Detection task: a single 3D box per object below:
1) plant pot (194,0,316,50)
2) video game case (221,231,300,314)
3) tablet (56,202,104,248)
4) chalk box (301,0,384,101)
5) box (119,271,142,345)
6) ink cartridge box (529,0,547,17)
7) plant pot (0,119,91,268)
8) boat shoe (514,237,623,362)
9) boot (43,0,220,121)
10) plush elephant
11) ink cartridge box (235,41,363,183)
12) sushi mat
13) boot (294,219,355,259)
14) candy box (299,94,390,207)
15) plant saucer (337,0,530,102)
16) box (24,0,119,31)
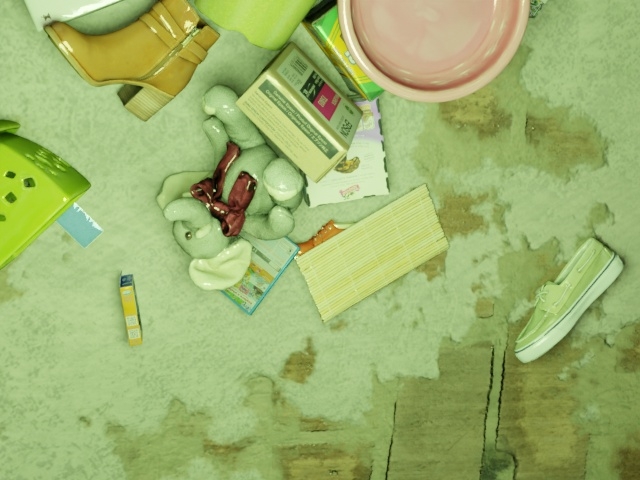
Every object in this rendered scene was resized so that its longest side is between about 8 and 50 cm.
[{"bbox_3d":[-0.089,-0.484,1.702,0.276,0.276,0.254,26,111,-15],"label":"plant pot"},{"bbox_3d":[-0.132,0.046,1.912,0.119,0.015,0.166,39,96,15],"label":"video game case"},{"bbox_3d":[-0.463,-0.030,1.869,0.054,0.006,0.083,-42,107,3],"label":"tablet"},{"bbox_3d":[0.135,-0.418,1.781,0.289,0.180,0.179,-37,107,2],"label":"chalk box"},{"bbox_3d":[-0.367,0.126,1.888,0.028,0.081,0.136,-7,106,-8],"label":"box"},{"bbox_3d":[0.385,-0.488,1.885,0.115,0.029,0.063,33,97,-17],"label":"ink cartridge box"},{"bbox_3d":[-0.572,-0.086,1.728,0.228,0.227,0.207,-43,100,4],"label":"plant pot"},{"bbox_3d":[0.501,0.124,2.041,0.094,0.109,0.302,44,85,-2],"label":"boat shoe"},{"bbox_3d":[-0.323,-0.355,1.713,0.220,0.109,0.283,-46,133,8],"label":"boot"},{"bbox_3d":[-0.177,-0.070,1.762,0.255,0.330,0.272,-35,68,-5],"label":"plush elephant"},{"bbox_3d":[-0.030,-0.229,1.697,0.193,0.235,0.088,43,113,-11],"label":"ink cartridge box"},{"bbox_3d":[0.109,0.025,1.940,0.316,0.019,0.151,-30,109,-15],"label":"sushi mat"},{"bbox_3d":[0.000,0.000,1.935,0.158,0.059,0.085,-4,102,-18],"label":"boot"},{"bbox_3d":[0.038,-0.175,1.885,0.164,0.070,0.196,-10,105,-8],"label":"candy box"},{"bbox_3d":[0.188,-0.404,1.658,0.332,0.084,0.332,-2,105,-8],"label":"plant saucer"},{"bbox_3d":[-0.439,-0.480,1.695,0.182,0.119,0.181,-21,108,-4],"label":"box"}]
